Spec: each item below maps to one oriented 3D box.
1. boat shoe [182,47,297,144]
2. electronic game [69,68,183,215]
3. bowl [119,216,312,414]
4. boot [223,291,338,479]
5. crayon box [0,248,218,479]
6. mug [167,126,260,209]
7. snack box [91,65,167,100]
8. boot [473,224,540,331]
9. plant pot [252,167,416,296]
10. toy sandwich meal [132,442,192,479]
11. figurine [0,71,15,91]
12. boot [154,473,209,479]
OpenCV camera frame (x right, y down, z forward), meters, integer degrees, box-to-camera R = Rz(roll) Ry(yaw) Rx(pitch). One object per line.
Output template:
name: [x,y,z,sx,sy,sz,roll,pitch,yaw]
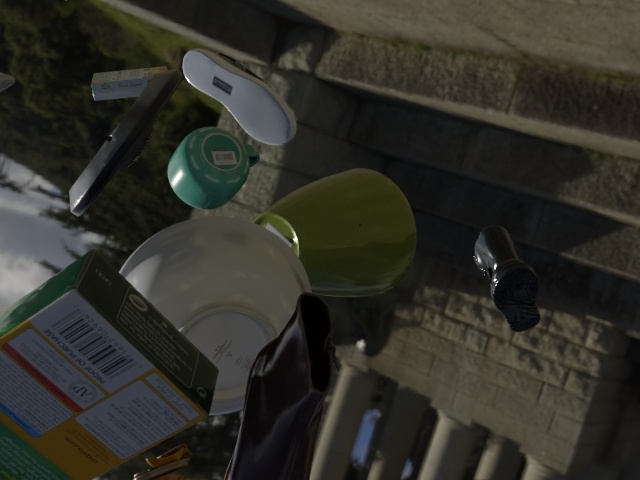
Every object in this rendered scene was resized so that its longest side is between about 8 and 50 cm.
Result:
boat shoe: [-0.112,-0.224,1.305,0.228,0.080,0.076,35,-149,24]
electronic game: [-0.249,-0.127,1.097,0.048,0.229,0.229,37,179,-15]
bowl: [-0.140,0.128,1.160,0.298,0.298,0.134,16,-164,-19]
boot: [-0.038,0.202,0.863,0.090,0.248,0.207,8,142,-14]
crayon box: [-0.303,0.173,0.944,0.203,0.323,0.083,49,-158,-24]
mug: [-0.182,-0.141,1.478,0.129,0.158,0.097,36,145,-10]
snack box: [-0.359,-0.300,1.616,0.141,0.037,0.100,-8,-158,-8]
boot: [0.370,0.050,1.737,0.246,0.094,0.207,57,-168,-53]
plant pot: [0.000,0.000,1.698,0.275,0.275,0.293,20,-161,33]
toy sandwich meal: [-0.206,0.289,1.103,0.085,0.029,0.085,-21,166,-5]
figurine: [-0.634,-0.238,1.382,0.209,0.092,0.215,11,-146,35]
boot: [-0.195,0.414,1.152,0.152,0.073,0.197,19,-134,2]
